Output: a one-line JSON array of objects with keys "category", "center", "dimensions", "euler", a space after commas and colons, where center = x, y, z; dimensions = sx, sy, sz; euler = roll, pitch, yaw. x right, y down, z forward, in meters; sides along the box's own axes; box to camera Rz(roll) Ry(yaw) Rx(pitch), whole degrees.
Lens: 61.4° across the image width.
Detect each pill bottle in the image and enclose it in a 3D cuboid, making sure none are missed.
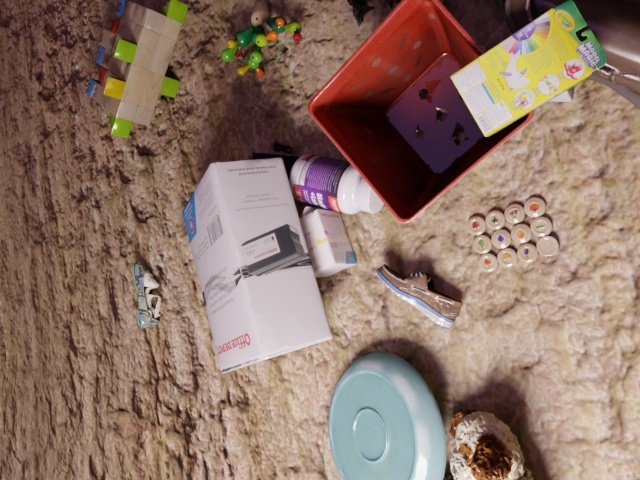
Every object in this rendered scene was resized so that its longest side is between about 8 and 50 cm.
[{"category": "pill bottle", "center": [0.039, -0.115, 1.137], "dimensions": [0.194, 0.108, 0.108], "euler": [16, 98, 33]}]

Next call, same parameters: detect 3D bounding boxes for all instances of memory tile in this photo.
[{"category": "memory tile", "center": [0.350, -0.008, 0.990], "dimensions": [0.148, 0.012, 0.113], "euler": [-20, 79, 31]}]

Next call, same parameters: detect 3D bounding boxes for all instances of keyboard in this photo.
[{"category": "keyboard", "center": [-0.089, -0.177, 1.275], "dimensions": [0.180, 0.023, 0.108], "euler": [10, 101, 32]}]

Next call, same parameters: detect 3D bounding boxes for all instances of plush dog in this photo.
[{"category": "plush dog", "center": [0.297, 0.405, 0.916], "dimensions": [0.211, 0.262, 0.225], "euler": [-15, 90, -1]}]

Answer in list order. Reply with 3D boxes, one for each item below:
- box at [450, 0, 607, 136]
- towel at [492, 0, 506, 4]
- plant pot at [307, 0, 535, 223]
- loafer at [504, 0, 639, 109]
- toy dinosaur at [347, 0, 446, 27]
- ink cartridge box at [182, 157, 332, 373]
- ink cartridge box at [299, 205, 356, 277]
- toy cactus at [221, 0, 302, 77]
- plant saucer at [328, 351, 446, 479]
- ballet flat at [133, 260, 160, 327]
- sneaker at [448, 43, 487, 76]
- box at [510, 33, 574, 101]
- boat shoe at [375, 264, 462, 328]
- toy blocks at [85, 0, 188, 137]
[{"category": "box", "center": [0.286, -0.236, 0.748], "dimensions": [0.179, 0.043, 0.105], "euler": [-30, 87, 27]}, {"category": "towel", "center": [0.305, -0.586, 0.965], "dimensions": [0.248, 0.038, 0.325], "euler": [-37, 68, 0]}, {"category": "plant pot", "center": [0.189, -0.226, 0.948], "dimensions": [0.267, 0.236, 0.267], "euler": [-42, 82, 25]}, {"category": "loafer", "center": [0.444, -0.292, 0.770], "dimensions": [0.366, 0.130, 0.133], "euler": [25, 91, -4]}, {"category": "toy dinosaur", "center": [0.141, -0.553, 1.086], "dimensions": [0.218, 0.164, 0.321], "euler": [-24, 52, 17]}, {"category": "ink cartridge box", "center": [-0.152, 0.062, 1.163], "dimensions": [0.285, 0.166, 0.394], "euler": [-34, 68, 59]}, {"category": "ink cartridge box", "center": [0.000, 0.000, 1.170], "dimensions": [0.090, 0.092, 0.143], "euler": [-27, 74, 31]}, {"category": "toy cactus", "center": [-0.134, -0.490, 1.280], "dimensions": [0.219, 0.112, 0.180], "euler": [-16, 61, 34]}, {"category": "plant saucer", "center": [0.109, 0.380, 1.057], "dimensions": [0.318, 0.044, 0.317], "euler": [-11, 76, 53]}, {"category": "ballet flat", "center": [-0.478, 0.147, 1.504], "dimensions": [0.070, 0.070, 0.188], "euler": [-11, 85, 32]}, {"category": "sneaker", "center": [0.282, -0.334, 1.029], "dimensions": [0.083, 0.032, 0.037], "euler": [-39, 69, 27]}, {"category": "box", "center": [0.379, -0.331, 0.907], "dimensions": [0.091, 0.130, 0.170], "euler": [7, 92, 31]}, {"category": "boat shoe", "center": [0.195, 0.094, 1.063], "dimensions": [0.183, 0.066, 0.066], "euler": [35, 103, 18]}, {"category": "toy blocks", "center": [-0.529, -0.503, 1.495], "dimensions": [0.261, 0.191, 0.381], "euler": [36, 109, 40]}]
